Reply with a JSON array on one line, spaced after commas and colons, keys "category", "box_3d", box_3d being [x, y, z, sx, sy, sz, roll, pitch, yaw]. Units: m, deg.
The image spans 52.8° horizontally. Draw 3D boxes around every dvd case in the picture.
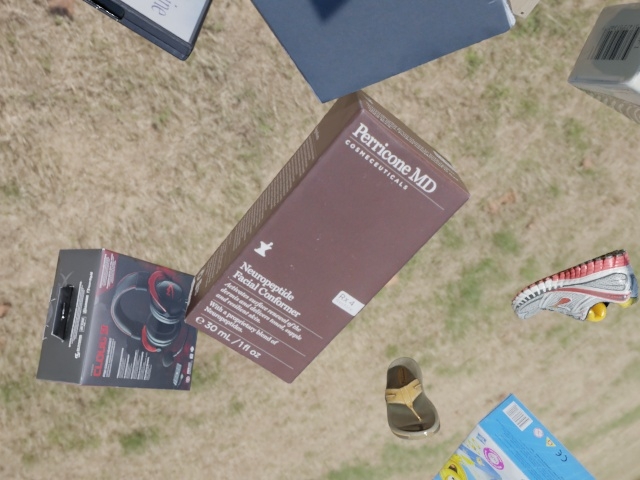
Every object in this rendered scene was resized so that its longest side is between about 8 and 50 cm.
[{"category": "dvd case", "box_3d": [-0.219, -0.293, 0.624, 0.252, 0.181, 0.022, 29, 132, -23]}]

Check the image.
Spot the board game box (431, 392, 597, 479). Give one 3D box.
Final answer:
[{"category": "board game box", "box_3d": [0.334, 0.438, 1.010, 0.086, 0.308, 0.302, -29, 151, -27]}]

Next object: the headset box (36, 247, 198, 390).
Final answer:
[{"category": "headset box", "box_3d": [-0.343, 0.143, 1.115, 0.110, 0.218, 0.293, -2, 165, 29]}]

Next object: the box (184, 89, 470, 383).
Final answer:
[{"category": "box", "box_3d": [0.000, 0.000, 0.896, 0.191, 0.143, 0.381, 34, 108, -18]}]

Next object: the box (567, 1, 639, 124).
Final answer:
[{"category": "box", "box_3d": [0.422, -0.157, 0.713, 0.275, 0.113, 0.094, 22, 99, -20]}]

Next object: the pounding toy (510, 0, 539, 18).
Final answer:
[{"category": "pounding toy", "box_3d": [0.379, -0.488, 1.136, 0.100, 0.141, 0.130, 20, 142, -12]}]

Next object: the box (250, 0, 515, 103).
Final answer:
[{"category": "box", "box_3d": [0.032, -0.397, 0.654, 0.211, 0.396, 0.293, -17, 136, 24]}]

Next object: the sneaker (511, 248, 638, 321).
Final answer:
[{"category": "sneaker", "box_3d": [0.394, 0.093, 1.020, 0.088, 0.093, 0.225, -16, 169, -32]}]

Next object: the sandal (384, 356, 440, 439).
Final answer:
[{"category": "sandal", "box_3d": [0.124, 0.220, 0.936, 0.072, 0.180, 0.049, -19, 115, 8]}]
